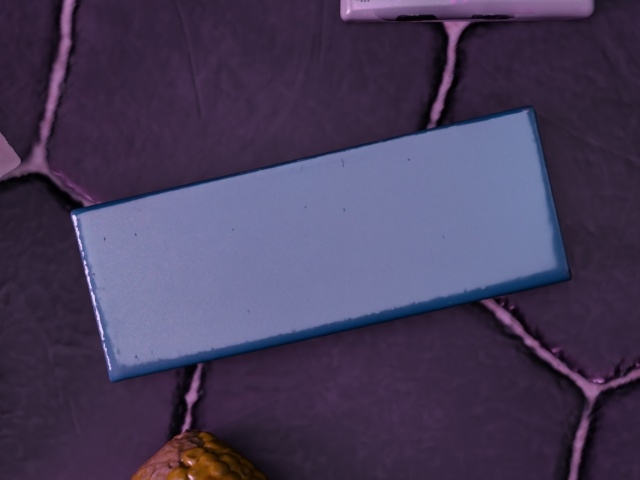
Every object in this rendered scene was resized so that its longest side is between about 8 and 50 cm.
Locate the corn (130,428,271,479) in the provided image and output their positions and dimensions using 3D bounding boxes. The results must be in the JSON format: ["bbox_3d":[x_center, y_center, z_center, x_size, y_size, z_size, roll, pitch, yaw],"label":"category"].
[{"bbox_3d":[-0.014,0.226,1.145,0.097,0.097,0.262,-45,81,0],"label":"corn"}]

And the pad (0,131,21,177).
[{"bbox_3d":[-0.307,-0.042,1.222,0.188,0.006,0.113,-36,84,0],"label":"pad"}]

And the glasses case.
[{"bbox_3d":[0.000,0.002,1.175,0.301,0.070,0.117,-12,92,0],"label":"glasses case"}]

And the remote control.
[{"bbox_3d":[0.096,-0.177,1.197,0.166,0.029,0.065,0,87,3],"label":"remote control"}]
